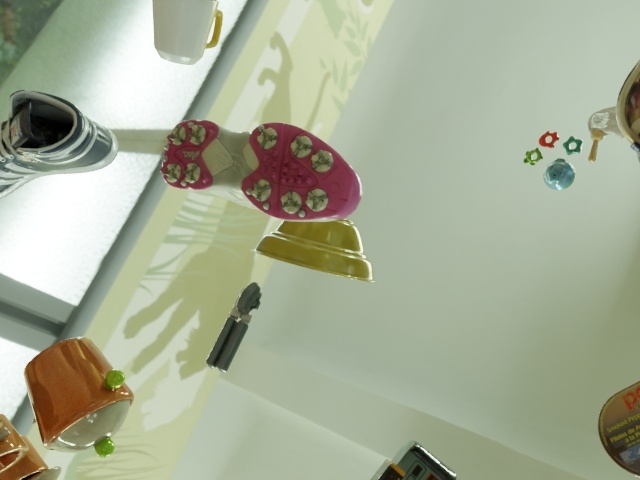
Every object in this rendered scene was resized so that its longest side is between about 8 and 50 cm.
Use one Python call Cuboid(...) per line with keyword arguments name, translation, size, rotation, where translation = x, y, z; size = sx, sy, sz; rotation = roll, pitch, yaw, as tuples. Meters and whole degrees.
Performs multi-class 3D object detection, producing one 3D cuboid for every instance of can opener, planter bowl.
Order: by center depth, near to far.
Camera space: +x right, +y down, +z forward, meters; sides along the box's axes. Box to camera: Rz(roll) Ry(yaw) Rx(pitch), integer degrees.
Cuboid(name="planter bowl", translation=(0.000, 0.000, 0.907), size=(0.217, 0.217, 0.091), rotation=(15, -90, 41))
Cuboid(name="can opener", translation=(-0.261, 0.253, 1.628), size=(0.074, 0.093, 0.281), rotation=(13, -116, 22))

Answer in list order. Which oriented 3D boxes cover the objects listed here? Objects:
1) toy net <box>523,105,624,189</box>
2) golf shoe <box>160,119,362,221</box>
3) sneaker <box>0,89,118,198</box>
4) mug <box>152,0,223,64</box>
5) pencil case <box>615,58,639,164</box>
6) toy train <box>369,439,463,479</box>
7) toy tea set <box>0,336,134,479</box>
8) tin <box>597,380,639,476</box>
Cuboid(name="toy net", translation=(0.571, -0.220, 1.197), size=(0.232, 0.045, 0.122), rotation=(-46, -113, 32))
Cuboid(name="golf shoe", translation=(-0.066, -0.089, 0.718), size=(0.306, 0.140, 0.115), rotation=(18, -89, 31))
Cuboid(name="sneaker", translation=(-0.454, -0.133, 0.782), size=(0.282, 0.153, 0.099), rotation=(-15, -96, -5))
Cuboid(name="mug", translation=(-0.128, -0.207, 0.531), size=(0.062, 0.078, 0.064), rotation=(49, -50, 51))
Cuboid(name="pencil case", translation=(0.561, -0.161, 0.825), size=(0.159, 0.410, 0.184), rotation=(-20, -102, 32))
Cuboid(name="toy train", translation=(0.201, 0.486, 0.876), size=(0.334, 0.142, 0.190), rotation=(38, -103, 14))
Cuboid(name="toy tea set", translation=(-0.316, 0.240, 0.623), size=(0.200, 0.336, 0.124), rotation=(-27, -110, -30))
Cuboid(name="tin", translation=(0.427, 0.206, 0.646), size=(0.189, 0.040, 0.106), rotation=(-37, -113, 19))
